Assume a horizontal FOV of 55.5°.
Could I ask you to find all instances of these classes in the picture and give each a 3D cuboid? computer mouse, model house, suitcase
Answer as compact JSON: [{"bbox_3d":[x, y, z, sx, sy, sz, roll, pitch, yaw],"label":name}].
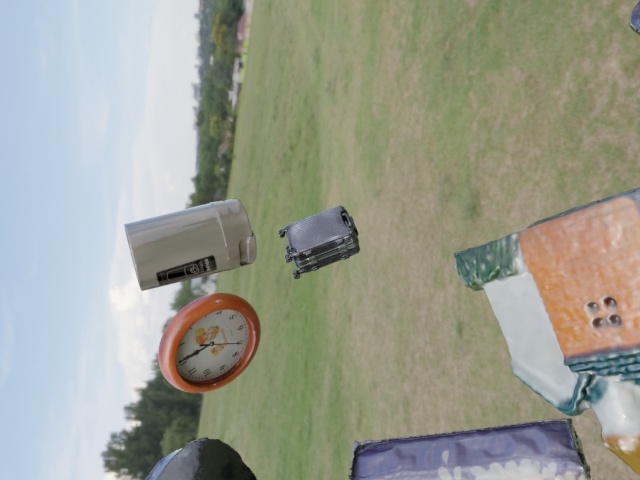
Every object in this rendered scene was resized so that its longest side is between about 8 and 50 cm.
[{"bbox_3d":[-0.214,0.442,0.910,0.295,0.168,0.087,-54,9,-9],"label":"computer mouse"},{"bbox_3d":[0.328,0.098,0.686,0.271,0.190,0.301,-24,77,47],"label":"model house"},{"bbox_3d":[0.000,0.000,1.007,0.059,0.126,0.086,67,-176,-45],"label":"suitcase"}]

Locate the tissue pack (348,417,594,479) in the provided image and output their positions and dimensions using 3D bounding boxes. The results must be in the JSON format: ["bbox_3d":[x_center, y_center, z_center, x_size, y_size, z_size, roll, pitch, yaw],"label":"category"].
[{"bbox_3d":[0.238,0.407,0.936,0.125,0.343,0.242,-76,-30,-60],"label":"tissue pack"}]

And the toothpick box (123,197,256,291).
[{"bbox_3d":[-0.200,0.005,0.943,0.111,0.180,0.111,166,90,-72],"label":"toothpick box"}]

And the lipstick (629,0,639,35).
[{"bbox_3d":[0.579,-0.273,0.888,0.081,0.081,0.300,105,148,-41],"label":"lipstick"}]

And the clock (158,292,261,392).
[{"bbox_3d":[-0.205,0.192,1.140,0.051,0.205,0.205,31,119,48],"label":"clock"}]
